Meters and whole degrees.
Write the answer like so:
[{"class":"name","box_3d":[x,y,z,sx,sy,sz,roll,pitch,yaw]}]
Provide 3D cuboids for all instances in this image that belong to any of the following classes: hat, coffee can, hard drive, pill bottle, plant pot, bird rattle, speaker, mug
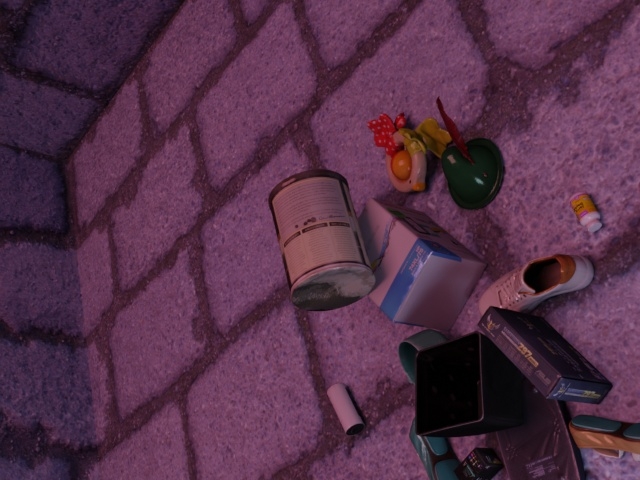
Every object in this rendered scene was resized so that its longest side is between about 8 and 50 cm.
[{"class":"hat","box_3d":[0.308,-0.189,2.029,0.173,0.184,0.208,-37,53,39]},{"class":"coffee can","box_3d":[0.000,0.000,2.018,0.201,0.202,0.275,-41,50,36]},{"class":"hard drive","box_3d":[0.455,0.416,1.781,0.172,0.054,0.254,-37,52,38]},{"class":"pill bottle","box_3d":[0.561,-0.060,1.799,0.043,0.043,0.083,-45,49,33]},{"class":"plant pot","box_3d":[0.323,0.320,1.797,0.187,0.167,0.188,-28,50,44]},{"class":"bird rattle","box_3d":[0.210,-0.227,2.213,0.254,0.143,0.206,14,106,54]},{"class":"speaker","box_3d":[0.066,0.444,2.242,0.055,0.055,0.136,-53,44,26]},{"class":"mug","box_3d":[0.253,0.275,2.018,0.158,0.097,0.129,-8,104,66]}]

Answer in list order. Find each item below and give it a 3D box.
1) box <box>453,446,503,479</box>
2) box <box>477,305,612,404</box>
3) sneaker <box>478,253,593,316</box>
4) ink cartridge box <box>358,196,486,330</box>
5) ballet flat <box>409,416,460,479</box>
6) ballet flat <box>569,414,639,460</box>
[{"class":"box","box_3d":[0.348,0.502,1.879,0.083,0.062,0.052,-56,42,24]},{"class":"box","box_3d":[0.454,0.232,1.735,0.059,0.183,0.232,-61,41,19]},{"class":"sneaker","box_3d":[0.434,0.094,1.848,0.290,0.123,0.105,-34,57,42]},{"class":"ink cartridge box","box_3d":[0.213,0.056,2.063,0.270,0.198,0.197,45,115,46]},{"class":"ballet flat","box_3d":[0.273,0.517,1.967,0.087,0.083,0.247,108,148,-46]},{"class":"ballet flat","box_3d":[0.587,0.383,1.634,0.232,0.080,0.073,-2,106,53]}]
